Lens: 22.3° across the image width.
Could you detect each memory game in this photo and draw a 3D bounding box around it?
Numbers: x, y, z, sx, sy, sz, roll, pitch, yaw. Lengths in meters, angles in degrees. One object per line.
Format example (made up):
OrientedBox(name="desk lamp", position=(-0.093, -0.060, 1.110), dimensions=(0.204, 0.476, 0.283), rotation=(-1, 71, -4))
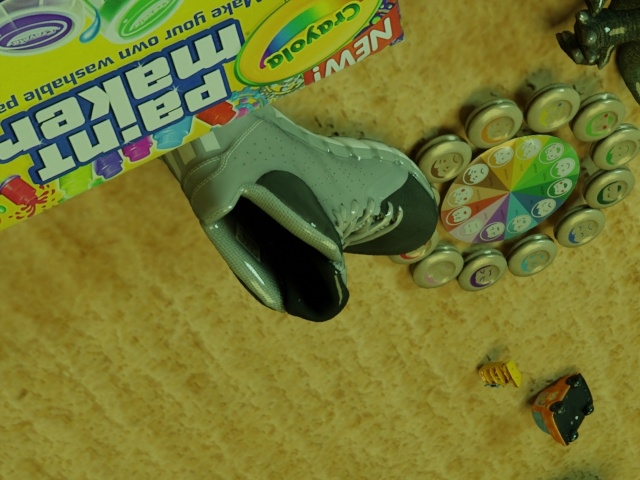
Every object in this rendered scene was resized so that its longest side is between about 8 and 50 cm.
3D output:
OrientedBox(name="memory game", position=(0.126, -0.030, 1.057), dimensions=(0.186, 0.012, 0.186), rotation=(-15, 142, -12))

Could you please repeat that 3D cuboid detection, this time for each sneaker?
OrientedBox(name="sneaker", position=(0.000, 0.000, 0.912), dimensions=(0.228, 0.132, 0.086), rotation=(21, 125, -44))

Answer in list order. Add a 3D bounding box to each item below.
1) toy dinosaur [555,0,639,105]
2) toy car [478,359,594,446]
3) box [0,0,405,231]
OrientedBox(name="toy dinosaur", position=(0.212, -0.161, 0.907), dimensions=(0.160, 0.121, 0.313), rotation=(-17, 137, 1))
OrientedBox(name="toy car", position=(0.163, 0.109, 1.245), dimensions=(0.040, 0.060, 0.122), rotation=(-6, 140, 41))
OrientedBox(name="box", position=(-0.149, -0.161, 0.606), dimensions=(0.290, 0.177, 0.279), rotation=(-27, 143, -8))
